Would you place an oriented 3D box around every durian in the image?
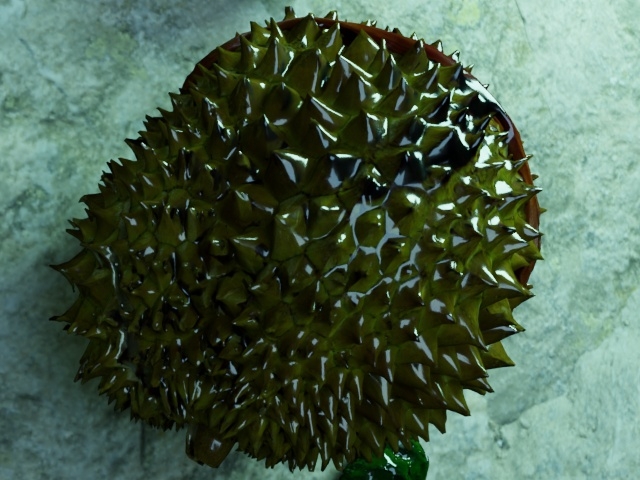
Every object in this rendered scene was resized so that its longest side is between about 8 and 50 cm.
[{"bbox_3d":[-0.005,-0.002,1.033,0.347,0.347,0.384,35,62,-21],"label":"durian"}]

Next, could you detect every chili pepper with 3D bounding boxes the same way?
[{"bbox_3d":[0.026,0.261,1.162,0.098,0.061,0.224,43,60,-25],"label":"chili pepper"}]
